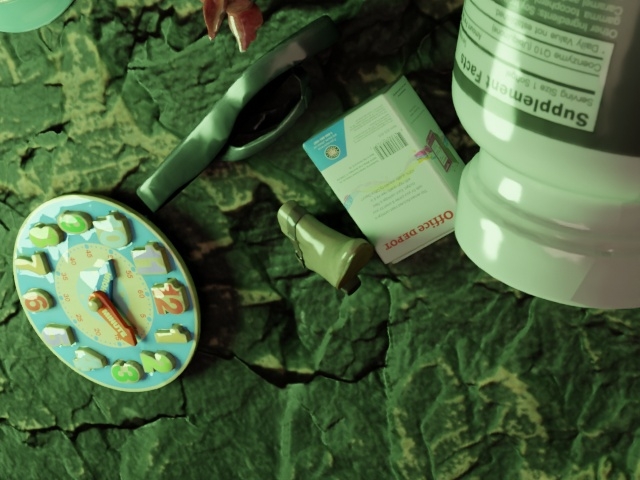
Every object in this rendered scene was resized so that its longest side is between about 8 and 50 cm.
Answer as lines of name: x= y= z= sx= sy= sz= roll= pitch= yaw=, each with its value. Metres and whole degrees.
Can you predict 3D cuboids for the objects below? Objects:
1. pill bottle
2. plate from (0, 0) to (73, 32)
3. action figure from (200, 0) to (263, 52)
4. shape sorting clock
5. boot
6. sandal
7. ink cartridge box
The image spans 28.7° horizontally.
pill bottle: x=0.198 y=-0.154 z=0.803 sx=0.210 sy=0.210 sz=0.363 roll=16 pitch=120 yaw=16
plate: x=-0.284 y=-0.267 z=1.066 sx=0.188 sy=0.024 sz=0.188 roll=10 pitch=117 yaw=20
action figure: x=-0.018 y=-0.309 z=0.832 sx=0.276 sy=0.248 sz=0.370 roll=4 pitch=103 yaw=-7
shape sorting clock: x=-0.204 y=0.053 z=1.175 sx=0.206 sy=0.040 sz=0.206 roll=9 pitch=117 yaw=19
boot: x=0.000 y=0.000 z=1.031 sx=0.087 sy=0.042 sz=0.118 roll=46 pitch=162 yaw=14
sandal: x=-0.057 y=-0.096 z=1.015 sx=0.054 sy=0.097 sz=0.254 roll=47 pitch=133 yaw=-2
ink cartridge box: x=0.060 y=-0.055 z=1.003 sx=0.088 sy=0.052 sz=0.122 roll=-29 pitch=100 yaw=32
